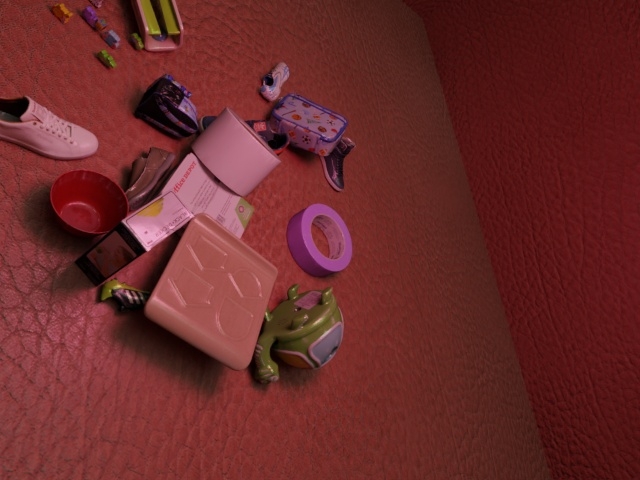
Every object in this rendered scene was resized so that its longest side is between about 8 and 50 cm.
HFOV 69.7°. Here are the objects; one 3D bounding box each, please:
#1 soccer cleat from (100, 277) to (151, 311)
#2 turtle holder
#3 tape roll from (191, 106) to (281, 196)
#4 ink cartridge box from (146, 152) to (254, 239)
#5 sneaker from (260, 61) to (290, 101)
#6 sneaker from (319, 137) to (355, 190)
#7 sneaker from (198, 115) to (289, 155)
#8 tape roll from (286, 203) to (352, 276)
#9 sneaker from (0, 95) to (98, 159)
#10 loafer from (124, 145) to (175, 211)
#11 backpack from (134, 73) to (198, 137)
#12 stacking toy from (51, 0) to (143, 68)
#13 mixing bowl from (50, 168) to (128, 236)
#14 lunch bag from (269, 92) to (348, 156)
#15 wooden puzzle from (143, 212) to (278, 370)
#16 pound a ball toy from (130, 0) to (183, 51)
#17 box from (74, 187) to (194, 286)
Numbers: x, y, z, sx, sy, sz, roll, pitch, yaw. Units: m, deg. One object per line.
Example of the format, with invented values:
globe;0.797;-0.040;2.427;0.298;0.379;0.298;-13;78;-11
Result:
soccer cleat;-0.485;0.159;1.206;0.178;0.060;0.073;26;62;-29
turtle holder;-0.057;0.303;1.456;0.228;0.243;0.320;70;28;-21
tape roll;-0.270;-0.283;1.489;0.246;0.169;0.246;45;7;-7
ink cartridge box;-0.364;-0.100;1.418;0.273;0.114;0.199;42;44;-25
sneaker;-0.191;-0.680;1.922;0.086;0.085;0.237;51;40;-40
sneaker;0.090;-0.342;2.000;0.086;0.163;0.227;-18;86;-52
sneaker;-0.261;-0.390;1.652;0.349;0.148;0.131;6;66;-45
tape roll;0.000;0.000;1.785;0.274;0.090;0.275;24;54;-38
sneaker;-0.693;-0.284;1.150;0.290;0.123;0.106;8;63;-46
loafer;-0.514;-0.184;1.330;0.087;0.094;0.251;34;43;-16
backpack;-0.460;-0.409;1.438;0.173;0.158;0.117;34;55;-35
stacking toy;-0.675;-0.650;1.415;0.221;0.052;0.167;48;44;-22
mixing bowl;-0.593;-0.077;1.162;0.181;0.098;0.182;25;48;-30
lunch bag;-0.052;-0.481;1.875;0.303;0.115;0.243;28;47;5
wooden puzzle;-0.292;0.142;1.282;0.322;0.080;0.348;40;44;-25
pound a ball toy;-0.603;-0.794;1.526;0.208;0.135;0.320;-16;81;-25
box;-0.459;-0.004;1.129;0.087;0.289;0.169;54;42;-13
